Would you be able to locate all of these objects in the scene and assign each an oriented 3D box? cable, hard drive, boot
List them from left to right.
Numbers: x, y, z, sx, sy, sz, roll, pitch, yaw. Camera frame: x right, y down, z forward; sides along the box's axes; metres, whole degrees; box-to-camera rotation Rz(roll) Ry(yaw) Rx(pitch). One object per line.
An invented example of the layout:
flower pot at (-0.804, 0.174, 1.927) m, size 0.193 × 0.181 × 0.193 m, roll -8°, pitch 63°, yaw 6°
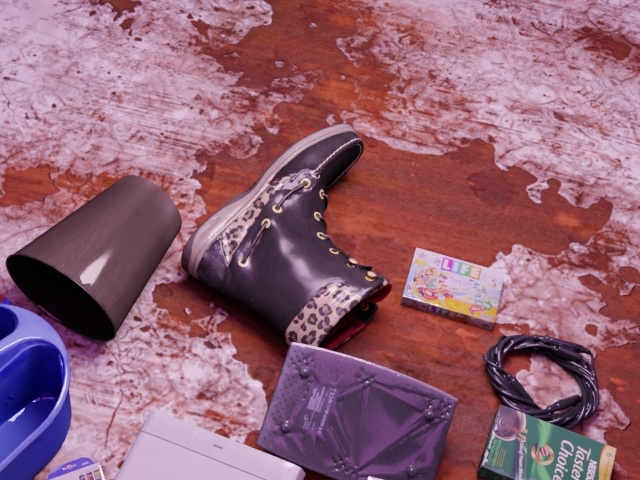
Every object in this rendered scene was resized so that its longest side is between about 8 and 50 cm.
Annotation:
hard drive at (-0.196, 0.415, 1.194) m, size 0.233 × 0.047 × 0.353 m, roll 17°, pitch 65°, yaw 19°
boot at (0.000, 0.000, 1.512) m, size 0.284 × 0.138 × 0.377 m, roll 40°, pitch 64°, yaw 22°
hard drive at (0.052, 0.261, 1.351) m, size 0.255 × 0.054 × 0.172 m, roll 19°, pitch 78°, yaw 2°
cable at (0.340, 0.216, 1.462) m, size 0.185 × 0.047 × 0.150 m, roll 14°, pitch 60°, yaw 1°

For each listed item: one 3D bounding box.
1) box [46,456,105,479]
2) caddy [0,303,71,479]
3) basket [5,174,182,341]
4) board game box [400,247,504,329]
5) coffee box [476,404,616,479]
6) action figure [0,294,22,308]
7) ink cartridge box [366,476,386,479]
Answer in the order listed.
box at (-0.326, 0.367, 1.285) m, size 0.081 × 0.028 × 0.136 m, roll -17°, pitch 56°, yaw -17°
caddy at (-0.493, 0.239, 1.264) m, size 0.241 × 0.179 × 0.341 m, roll 33°, pitch 58°, yaw 17°
basket at (-0.334, 0.014, 1.463) m, size 0.204 × 0.154 × 0.227 m, roll 28°, pitch 53°, yaw 11°
board game box at (0.219, 0.079, 1.549) m, size 0.154 × 0.026 × 0.103 m, roll 16°, pitch 54°, yaw 5°
coffee box at (0.333, 0.325, 1.380) m, size 0.184 × 0.040 × 0.113 m, roll 21°, pitch 55°, yaw 9°
action figure at (-0.465, 0.119, 1.443) m, size 0.115 × 0.030 × 0.038 m, roll 35°, pitch 64°, yaw 12°
ink cartridge box at (0.100, 0.368, 1.237) m, size 0.104 × 0.180 × 0.060 m, roll 13°, pitch 55°, yaw 2°
